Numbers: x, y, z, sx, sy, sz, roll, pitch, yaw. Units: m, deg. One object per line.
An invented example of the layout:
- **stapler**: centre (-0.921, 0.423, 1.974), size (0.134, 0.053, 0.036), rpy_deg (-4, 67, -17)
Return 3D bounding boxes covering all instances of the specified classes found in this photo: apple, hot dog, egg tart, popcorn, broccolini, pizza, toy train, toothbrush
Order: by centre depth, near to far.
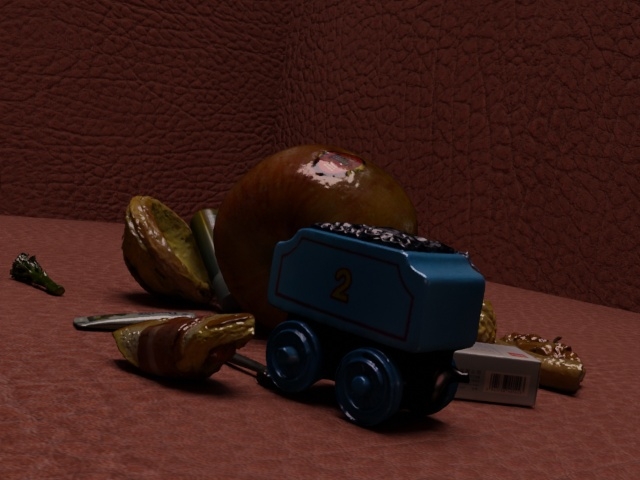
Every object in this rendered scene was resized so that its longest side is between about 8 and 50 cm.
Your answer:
- **toy train**: centre (0.074, 0.110, 1.267), size (0.300, 0.265, 0.188), rpy_deg (14, 7, 42)
- **hot dog**: centre (-0.195, 0.158, 1.293), size (0.261, 0.093, 0.123), rpy_deg (-9, 0, 42)
- **toothbrush**: centre (-0.147, 0.186, 1.435), size (0.030, 0.030, 0.297), rpy_deg (-6, 12, -33)
- **popcorn**: centre (0.244, 0.170, 1.680), size (0.180, 0.180, 0.170), rpy_deg (10, -20, 19)
- **pizza**: centre (0.401, 0.220, 1.735), size (0.182, 0.074, 0.365), rpy_deg (-2, 8, -17)
- **apple**: centre (0.000, 0.000, 1.768), size (0.400, 0.400, 0.333), rpy_deg (10, 17, 21)
- **broccolini**: centre (-0.601, 0.085, 1.926), size (0.216, 0.058, 0.067), rpy_deg (22, 53, 43)
- **egg tart**: centre (-0.349, 0.036, 1.980), size (0.123, 0.294, 0.294), rpy_deg (-35, -1, 7)

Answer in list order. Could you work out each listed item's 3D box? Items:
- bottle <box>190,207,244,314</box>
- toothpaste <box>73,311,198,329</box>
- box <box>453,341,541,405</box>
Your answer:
- **bottle**: centre (-0.219, 0.045, 1.978), size (0.082, 0.082, 0.286), rpy_deg (6, 36, -30)
- **toothpaste**: centre (-0.314, 0.148, 1.609), size (0.255, 0.037, 0.067), rpy_deg (2, 6, -24)
- **box**: centre (0.214, 0.209, 1.475), size (0.269, 0.079, 0.135), rpy_deg (8, 3, -8)
